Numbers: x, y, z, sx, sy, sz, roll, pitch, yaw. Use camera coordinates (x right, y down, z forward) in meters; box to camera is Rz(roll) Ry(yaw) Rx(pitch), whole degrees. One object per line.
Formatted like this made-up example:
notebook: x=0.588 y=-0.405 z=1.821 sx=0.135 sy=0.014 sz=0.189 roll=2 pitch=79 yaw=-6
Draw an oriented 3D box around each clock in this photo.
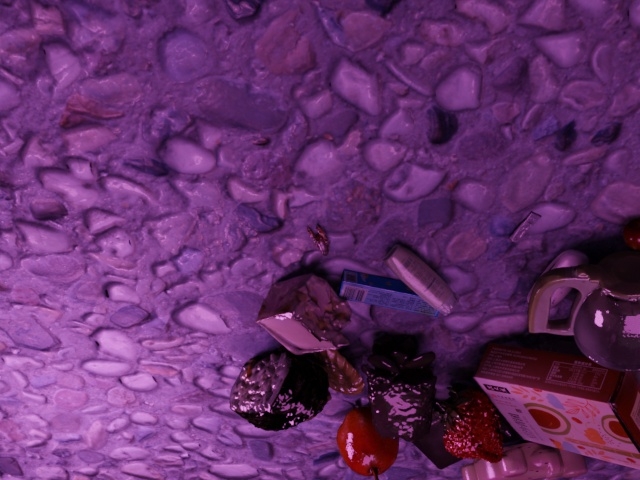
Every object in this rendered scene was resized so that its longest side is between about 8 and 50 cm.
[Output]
clock: x=0.604 y=0.683 z=2.016 sx=0.309 sy=0.114 sz=0.284 roll=7 pitch=150 yaw=-30

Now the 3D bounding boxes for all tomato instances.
tomato: x=0.738 y=-0.008 z=1.536 sx=0.087 sy=0.087 sz=0.075 roll=-5 pitch=133 yaw=8

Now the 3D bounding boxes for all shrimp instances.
shrimp: x=0.002 y=-0.003 z=1.627 sx=0.038 sy=0.029 sz=0.092 roll=-24 pitch=120 yaw=22

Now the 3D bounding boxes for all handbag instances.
handbag: x=0.397 y=0.546 z=1.991 sx=0.285 sy=0.113 sz=0.257 roll=-33 pitch=120 yaw=27

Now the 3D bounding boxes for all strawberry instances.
strawberry: x=0.427 y=0.513 z=1.814 sx=0.286 sy=0.188 sz=0.106 roll=42 pitch=165 yaw=-27

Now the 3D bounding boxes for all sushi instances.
sushi: x=-0.113 y=0.417 z=1.837 sx=0.171 sy=0.211 sz=0.350 roll=30 pitch=148 yaw=-20

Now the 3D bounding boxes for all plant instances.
plant: x=0.221 y=0.395 z=1.837 sx=0.199 sy=0.188 sz=0.276 roll=0 pitch=110 yaw=11

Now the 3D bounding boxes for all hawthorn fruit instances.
hawthorn fruit: x=0.149 y=0.619 z=2.000 sx=0.196 sy=0.225 sz=0.196 roll=-6 pitch=136 yaw=-5

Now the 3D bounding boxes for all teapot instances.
teapot: x=0.674 y=0.133 z=1.566 sx=0.321 sy=0.239 sz=0.239 roll=18 pitch=140 yaw=38

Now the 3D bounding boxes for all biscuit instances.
biscuit: x=0.036 y=0.348 z=1.846 sx=0.187 sy=0.036 sz=0.273 roll=8 pitch=139 yaw=47

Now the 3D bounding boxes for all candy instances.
candy: x=-0.039 y=0.191 z=1.693 sx=0.185 sy=0.137 sz=0.195 roll=43 pitch=142 yaw=-24

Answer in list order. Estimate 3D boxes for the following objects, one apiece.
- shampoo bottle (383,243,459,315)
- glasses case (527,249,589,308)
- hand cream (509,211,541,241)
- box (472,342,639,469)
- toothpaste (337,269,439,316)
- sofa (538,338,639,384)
shampoo bottle: x=0.249 y=0.097 z=1.644 sx=0.212 sy=0.049 sz=0.072 roll=43 pitch=79 yaw=-12
glasses case: x=0.585 y=0.100 z=1.656 sx=0.076 sy=0.049 sz=0.197 roll=18 pitch=128 yaw=-12
hand cream: x=0.480 y=-0.028 z=1.580 sx=0.030 sy=0.019 sz=0.093 roll=25 pitch=124 yaw=-17
box: x=0.654 y=0.433 z=1.756 sx=0.385 sy=0.122 sz=0.344 roll=1 pitch=140 yaw=49
toothpaste: x=0.178 y=0.136 z=1.714 sx=0.267 sy=0.050 sz=0.065 roll=11 pitch=127 yaw=-5
sofa: x=0.742 y=0.304 z=1.794 sx=0.210 sy=0.176 sz=0.225 roll=42 pitch=149 yaw=-26
